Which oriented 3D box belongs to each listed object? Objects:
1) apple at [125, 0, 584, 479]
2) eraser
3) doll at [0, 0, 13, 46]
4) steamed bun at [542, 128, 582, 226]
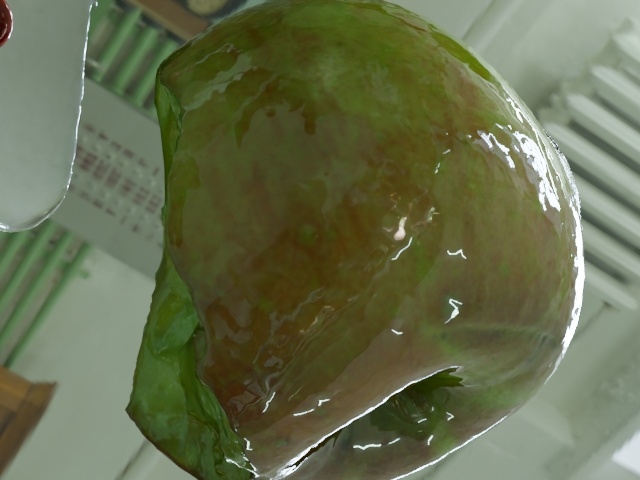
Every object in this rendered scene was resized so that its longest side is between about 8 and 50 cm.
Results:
[{"bbox_3d":[0.000,0.000,0.578,0.246,0.246,0.226,-49,-128,37],"label":"apple"},{"bbox_3d":[-0.348,-0.164,0.943,0.150,0.331,0.331,31,-89,34],"label":"eraser"},{"bbox_3d":[-0.334,-0.245,0.704,0.182,0.363,0.160,-53,-159,-12],"label":"doll"},{"bbox_3d":[0.186,-0.050,1.183,0.145,0.175,0.106,-10,-148,37],"label":"steamed bun"}]
